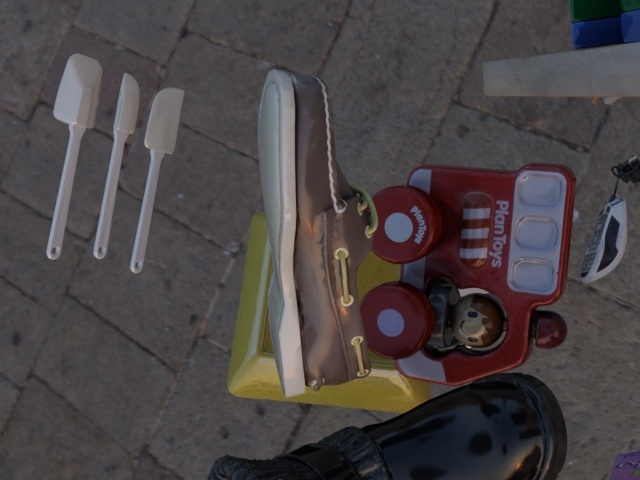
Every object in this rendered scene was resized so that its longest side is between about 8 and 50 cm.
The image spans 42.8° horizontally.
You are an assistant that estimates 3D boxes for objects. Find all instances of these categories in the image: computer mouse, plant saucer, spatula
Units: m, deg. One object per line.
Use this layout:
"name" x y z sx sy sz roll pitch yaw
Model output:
"computer mouse" 0.420 -0.025 1.164 0.042 0.106 0.193 19 87 3
"plant saucer" 0.026 0.100 1.346 0.332 0.081 0.333 5 68 4
"spatula" -0.255 -0.087 0.991 0.019 0.168 0.242 11 89 40

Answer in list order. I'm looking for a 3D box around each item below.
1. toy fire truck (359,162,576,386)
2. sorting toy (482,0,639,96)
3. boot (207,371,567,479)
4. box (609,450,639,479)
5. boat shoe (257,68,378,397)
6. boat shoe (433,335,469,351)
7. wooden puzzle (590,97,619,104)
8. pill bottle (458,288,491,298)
"toy fire truck" 0.196 0.046 1.070 0.253 0.169 0.302 6 98 25
"sorting toy" 0.247 -0.139 0.444 0.257 0.255 0.089 -9 101 -6
"boot" 0.057 0.244 0.849 0.348 0.260 0.131 -40 59 47
"box" 0.401 0.361 0.887 0.117 0.243 0.214 -19 86 24
"boat shoe" 0.000 0.000 0.746 0.096 0.117 0.324 -7 118 -9
"boat shoe" 0.209 0.162 1.494 0.233 0.079 0.084 -16 31 16
"wooden puzzle" 0.358 -0.202 0.963 0.116 0.014 0.079 -41 29 40
"pill bottle" 0.264 0.050 1.480 0.180 0.108 0.108 -7 76 0
